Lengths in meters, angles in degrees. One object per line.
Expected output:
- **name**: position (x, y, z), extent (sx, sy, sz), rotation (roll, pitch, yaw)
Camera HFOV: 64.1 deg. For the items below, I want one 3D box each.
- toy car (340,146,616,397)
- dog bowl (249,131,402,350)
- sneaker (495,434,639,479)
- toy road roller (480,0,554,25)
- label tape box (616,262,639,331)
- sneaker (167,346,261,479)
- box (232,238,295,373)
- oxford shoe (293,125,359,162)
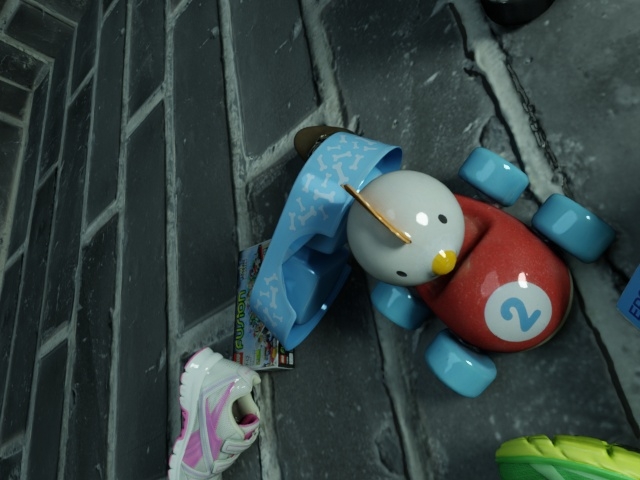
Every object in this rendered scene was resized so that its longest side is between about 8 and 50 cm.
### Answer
- **toy car**: position (0.113, 0.009, 0.501), extent (0.219, 0.238, 0.210), rotation (-56, 44, 15)
- **dog bowl**: position (0.000, 0.000, 0.638), extent (0.074, 0.166, 0.297), rotation (33, 119, 14)
- **sneaker**: position (0.257, 0.226, 0.366), extent (0.295, 0.109, 0.124), rotation (10, 78, 47)
- **toy road roller**: position (0.244, -0.442, 0.577), extent (0.240, 0.202, 0.330), rotation (-27, 62, 22)
- **label tape box**: position (0.364, 0.050, 0.241), extent (0.348, 0.115, 0.249), rotation (53, 147, 44)
- **sneaker**: position (-0.150, 0.292, 0.762), extent (0.111, 0.103, 0.252), rotation (9, 101, 15)
- **box**: position (-0.090, 0.106, 0.822), extent (0.114, 0.036, 0.207), rotation (-20, 62, 40)
- **oxford shoe**: position (0.017, -0.135, 0.761), extent (0.227, 0.096, 0.083), rotation (34, 102, 48)
